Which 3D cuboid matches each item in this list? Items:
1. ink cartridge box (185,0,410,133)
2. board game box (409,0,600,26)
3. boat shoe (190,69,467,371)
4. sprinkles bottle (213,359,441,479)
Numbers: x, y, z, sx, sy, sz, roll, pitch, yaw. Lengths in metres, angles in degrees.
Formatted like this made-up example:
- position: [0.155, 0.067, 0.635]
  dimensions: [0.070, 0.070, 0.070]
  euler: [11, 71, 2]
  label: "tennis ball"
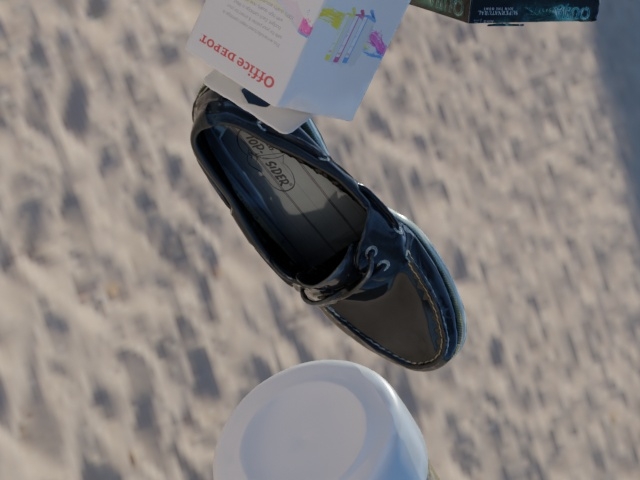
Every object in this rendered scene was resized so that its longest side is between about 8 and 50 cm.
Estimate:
- position: [-0.013, -0.149, 1.194]
  dimensions: [0.092, 0.143, 0.090]
  euler: [36, 17, 32]
  label: "ink cartridge box"
- position: [0.111, -0.199, 1.414]
  dimensions: [0.186, 0.126, 0.026]
  euler: [30, -61, 53]
  label: "board game box"
- position: [0.003, -0.002, 1.585]
  dimensions: [0.340, 0.127, 0.113]
  euler: [56, 23, -14]
  label: "boat shoe"
- position: [0.054, 0.222, 1.162]
  dimensions: [0.355, 0.121, 0.121]
  euler: [60, 21, -45]
  label: "sprinkles bottle"
